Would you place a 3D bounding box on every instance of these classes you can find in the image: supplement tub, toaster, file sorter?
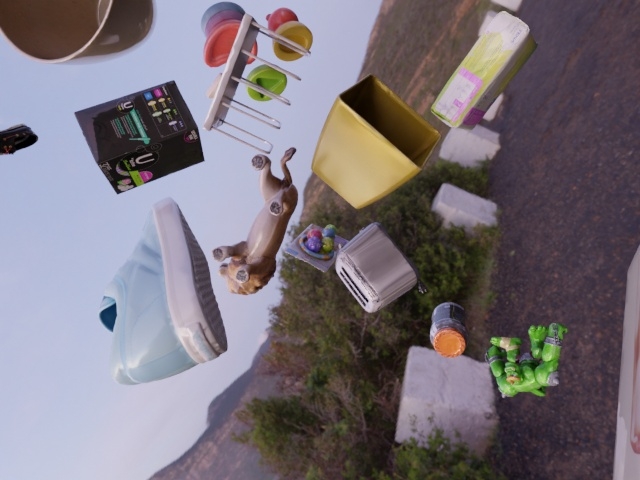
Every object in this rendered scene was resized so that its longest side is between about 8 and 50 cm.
[{"bbox_3d":[0.404,0.280,1.420,0.117,0.117,0.190,-62,-8,21],"label":"supplement tub"},{"bbox_3d":[0.141,0.078,1.141,0.146,0.227,0.129,-33,-16,-15],"label":"toaster"},{"bbox_3d":[-0.152,-0.385,1.148,0.193,0.173,0.278,-97,31,-71],"label":"file sorter"}]

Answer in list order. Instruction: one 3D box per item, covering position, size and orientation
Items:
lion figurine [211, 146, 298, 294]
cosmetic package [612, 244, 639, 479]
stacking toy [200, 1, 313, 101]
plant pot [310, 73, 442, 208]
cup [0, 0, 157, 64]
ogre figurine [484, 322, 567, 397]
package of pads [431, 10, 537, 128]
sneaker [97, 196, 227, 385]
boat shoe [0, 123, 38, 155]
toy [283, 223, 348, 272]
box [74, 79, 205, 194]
[{"bbox_3d":[-0.128,-0.030,1.066,0.392,0.142,0.240,-57,-11,10],"label":"lion figurine"},{"bbox_3d":[0.383,0.135,0.431,0.296,0.153,0.129,-68,-29,-27],"label":"cosmetic package"},{"bbox_3d":[-0.209,-0.556,1.325,0.308,0.130,0.279,-9,-26,-30],"label":"stacking toy"},{"bbox_3d":[0.103,-0.197,0.980,0.187,0.212,0.212,-48,2,39],"label":"plant pot"},{"bbox_3d":[-0.501,-0.533,0.993,0.331,0.331,0.237,-62,-11,15],"label":"cup"},{"bbox_3d":[0.418,0.248,0.923,0.197,0.097,0.118,-25,45,39],"label":"ogre figurine"},{"bbox_3d":[0.444,-0.444,1.232,0.297,0.101,0.229,-56,-18,26],"label":"package of pads"},{"bbox_3d":[-0.238,0.050,0.630,0.150,0.135,0.366,-23,29,-9],"label":"sneaker"},{"bbox_3d":[-0.651,-0.201,0.939,0.049,0.042,0.133,-48,5,39],"label":"boat shoe"},{"bbox_3d":[0.000,0.000,1.372,0.056,0.136,0.237,-68,-10,25],"label":"toy"},{"bbox_3d":[-0.149,-0.086,0.386,0.083,0.052,0.062,-25,-11,-16],"label":"box"}]
